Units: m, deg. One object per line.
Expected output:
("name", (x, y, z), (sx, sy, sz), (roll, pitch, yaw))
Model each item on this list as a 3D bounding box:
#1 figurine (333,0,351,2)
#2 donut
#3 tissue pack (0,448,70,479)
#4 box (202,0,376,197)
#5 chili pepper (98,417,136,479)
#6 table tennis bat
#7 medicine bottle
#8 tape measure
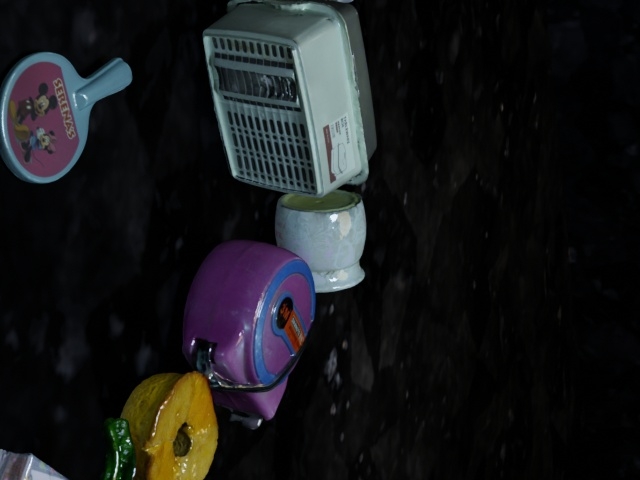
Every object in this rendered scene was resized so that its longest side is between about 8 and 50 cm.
("figurine", (-0.032, -0.388, 2.090), (0.192, 0.147, 0.126), (29, 81, -50))
("donut", (-0.211, 0.263, 1.855), (0.190, 0.075, 0.174), (70, 37, -48))
("tissue pack", (-0.350, 0.331, 1.573), (0.115, 0.065, 0.155), (55, 45, -56))
("box", (-0.039, -0.216, 1.995), (0.166, 0.221, 0.290), (-40, 132, -42))
("chili pepper", (-0.280, 0.350, 1.640), (0.122, 0.065, 0.278), (-87, -162, -64))
("table tennis bat", (-0.306, -0.162, 1.631), (0.244, 0.040, 0.153), (-43, 131, -51))
("medicine bottle", (0.000, 0.000, 2.200), (0.147, 0.147, 0.143), (-36, 130, -60))
("tape measure", (-0.111, 0.123, 1.988), (0.245, 0.149, 0.231), (-65, 152, -24))
